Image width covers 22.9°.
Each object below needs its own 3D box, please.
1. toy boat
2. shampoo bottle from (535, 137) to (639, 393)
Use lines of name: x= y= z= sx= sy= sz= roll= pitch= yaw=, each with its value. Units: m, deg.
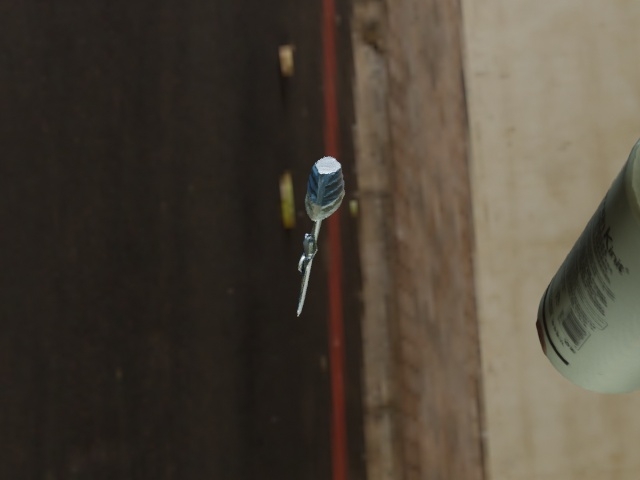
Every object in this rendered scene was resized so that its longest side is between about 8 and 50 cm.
toy boat: x=0.002 y=-0.010 z=1.444 sx=0.105 sy=0.034 sz=0.149 roll=-73 pitch=169 yaw=-49
shampoo bottle: x=0.179 y=0.004 z=0.820 sx=0.262 sy=0.085 sz=0.085 roll=101 pitch=-10 yaw=-67
